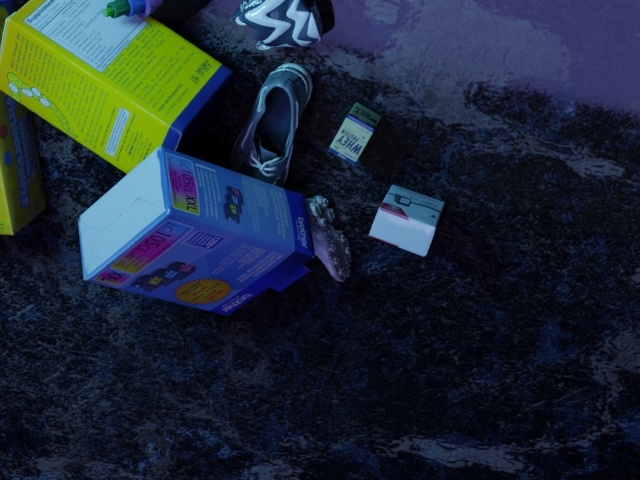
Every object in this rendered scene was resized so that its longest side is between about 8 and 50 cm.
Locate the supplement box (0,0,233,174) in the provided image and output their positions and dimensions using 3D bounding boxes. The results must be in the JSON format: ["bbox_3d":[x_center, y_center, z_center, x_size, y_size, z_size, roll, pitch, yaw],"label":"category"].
[{"bbox_3d":[-0.372,-0.290,1.923,0.357,0.194,0.195,34,142,-1],"label":"supplement box"}]

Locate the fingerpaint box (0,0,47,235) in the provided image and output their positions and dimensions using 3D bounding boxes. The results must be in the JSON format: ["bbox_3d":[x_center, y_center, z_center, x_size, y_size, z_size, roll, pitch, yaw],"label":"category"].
[{"bbox_3d":[-0.766,-0.246,2.096,0.371,0.163,0.444,4,115,13],"label":"fingerpaint box"}]

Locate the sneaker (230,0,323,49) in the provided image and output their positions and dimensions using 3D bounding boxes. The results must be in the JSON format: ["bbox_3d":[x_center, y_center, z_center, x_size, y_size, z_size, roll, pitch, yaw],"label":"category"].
[{"bbox_3d":[-0.100,-0.440,1.870,0.153,0.094,0.235,-15,120,11],"label":"sneaker"}]

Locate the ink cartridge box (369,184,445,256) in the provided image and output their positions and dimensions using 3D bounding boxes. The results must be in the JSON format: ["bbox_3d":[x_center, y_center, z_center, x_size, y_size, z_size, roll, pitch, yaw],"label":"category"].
[{"bbox_3d":[0.160,-0.039,1.953,0.109,0.150,0.063,20,113,5],"label":"ink cartridge box"}]

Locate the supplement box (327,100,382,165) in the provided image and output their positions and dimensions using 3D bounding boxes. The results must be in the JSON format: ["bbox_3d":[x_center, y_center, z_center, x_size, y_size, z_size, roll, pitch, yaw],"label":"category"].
[{"bbox_3d":[0.064,-0.195,1.944,0.056,0.083,0.083,30,118,0],"label":"supplement box"}]

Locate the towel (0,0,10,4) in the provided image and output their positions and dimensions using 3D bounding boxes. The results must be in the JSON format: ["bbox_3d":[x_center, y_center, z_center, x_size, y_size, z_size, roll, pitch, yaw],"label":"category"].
[{"bbox_3d":[-0.587,-0.576,1.892,0.076,0.228,0.308,12,122,55],"label":"towel"}]

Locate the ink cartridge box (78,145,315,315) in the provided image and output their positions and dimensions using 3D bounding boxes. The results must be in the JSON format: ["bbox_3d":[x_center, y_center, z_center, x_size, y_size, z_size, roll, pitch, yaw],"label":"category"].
[{"bbox_3d":[-0.201,0.000,1.972,0.396,0.151,0.270,16,142,-41],"label":"ink cartridge box"}]

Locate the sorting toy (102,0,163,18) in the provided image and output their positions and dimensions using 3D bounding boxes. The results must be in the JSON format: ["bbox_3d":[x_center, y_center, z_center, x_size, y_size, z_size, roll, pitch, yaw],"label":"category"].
[{"bbox_3d":[-0.421,-0.531,1.846,0.365,0.126,0.127,57,146,-1],"label":"sorting toy"}]

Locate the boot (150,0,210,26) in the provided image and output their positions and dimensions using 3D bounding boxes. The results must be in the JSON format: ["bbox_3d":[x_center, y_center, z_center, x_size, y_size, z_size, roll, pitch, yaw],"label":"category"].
[{"bbox_3d":[-0.223,-0.514,1.887,0.115,0.112,0.305,53,125,23],"label":"boot"}]

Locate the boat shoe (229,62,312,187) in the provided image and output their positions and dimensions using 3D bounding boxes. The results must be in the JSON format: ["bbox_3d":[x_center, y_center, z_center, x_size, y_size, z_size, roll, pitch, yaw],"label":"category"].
[{"bbox_3d":[-0.106,-0.174,1.990,0.116,0.099,0.319,24,118,2],"label":"boat shoe"}]

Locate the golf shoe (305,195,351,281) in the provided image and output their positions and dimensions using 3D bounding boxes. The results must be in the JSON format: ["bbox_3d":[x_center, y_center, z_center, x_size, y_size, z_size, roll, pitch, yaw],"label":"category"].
[{"bbox_3d":[0.000,0.000,2.071,0.086,0.069,0.176,-12,105,38],"label":"golf shoe"}]
